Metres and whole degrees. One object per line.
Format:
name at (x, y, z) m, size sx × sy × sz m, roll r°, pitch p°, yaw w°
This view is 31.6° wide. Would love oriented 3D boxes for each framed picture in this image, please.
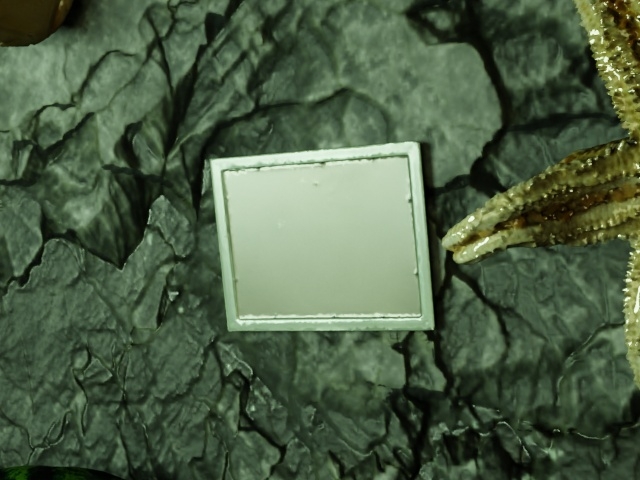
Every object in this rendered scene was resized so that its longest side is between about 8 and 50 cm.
framed picture at (0.000, 0.000, 0.874) m, size 0.183 × 0.011 × 0.142 m, roll -3°, pitch 96°, yaw 28°

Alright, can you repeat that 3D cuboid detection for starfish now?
starfish at (0.224, -0.054, 0.698) m, size 0.312 × 0.113 × 0.303 m, roll -28°, pitch 87°, yaw 19°

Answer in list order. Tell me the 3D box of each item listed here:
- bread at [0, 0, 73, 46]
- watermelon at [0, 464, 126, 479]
bread at (-0.257, -0.255, 0.903) m, size 0.114 × 0.132 × 0.191 m, roll 21°, pitch 104°, yaw 26°
watermelon at (-0.228, 0.309, 0.911) m, size 0.268 × 0.269 × 0.269 m, roll 4°, pitch 100°, yaw 27°
